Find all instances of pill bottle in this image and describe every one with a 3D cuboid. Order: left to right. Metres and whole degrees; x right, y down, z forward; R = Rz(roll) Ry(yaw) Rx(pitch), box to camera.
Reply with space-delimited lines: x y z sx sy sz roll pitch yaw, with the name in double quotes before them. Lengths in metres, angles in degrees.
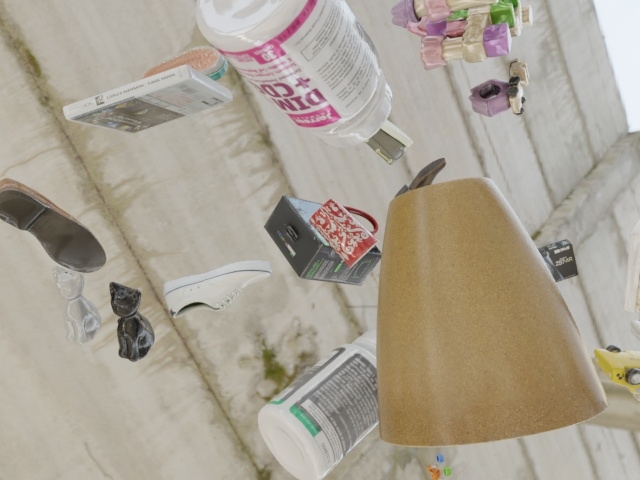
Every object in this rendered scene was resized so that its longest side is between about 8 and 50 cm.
"pill bottle" -0.017 -0.245 0.814 0.283 0.161 0.160 36 -118 -55
"pill bottle" 0.049 0.373 1.451 0.361 0.204 0.204 -33 -72 -34

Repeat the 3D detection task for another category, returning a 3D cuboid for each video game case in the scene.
"video game case" -0.229 -0.190 0.857 0.190 0.173 0.022 -30 -77 -81

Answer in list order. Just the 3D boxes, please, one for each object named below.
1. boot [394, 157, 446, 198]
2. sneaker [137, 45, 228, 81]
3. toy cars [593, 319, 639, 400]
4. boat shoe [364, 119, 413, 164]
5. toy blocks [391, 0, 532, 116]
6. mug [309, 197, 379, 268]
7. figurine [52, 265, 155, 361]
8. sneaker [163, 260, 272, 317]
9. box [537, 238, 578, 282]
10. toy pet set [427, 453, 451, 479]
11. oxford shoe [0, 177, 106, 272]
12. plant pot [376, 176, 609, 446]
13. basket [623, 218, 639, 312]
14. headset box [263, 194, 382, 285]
"boot" 0.371 -0.185 2.142 0.106 0.219 0.082 44 -160 -16
"sneaker" -0.326 -0.399 1.558 0.121 0.302 0.108 43 -122 -42
"toy cars" 0.729 0.258 1.337 0.394 0.177 0.087 -15 -59 -43
"boat shoe" 0.099 -0.306 1.614 0.305 0.109 0.091 30 -70 -19
"toy blocks" 0.261 -0.438 1.241 0.309 0.260 0.288 54 -135 -46
"mug" 0.066 -0.028 1.660 0.169 0.113 0.150 46 -151 4
"figurine" -0.475 0.147 1.340 0.209 0.215 0.092 99 -171 -46
"sneaker" -0.233 0.118 1.445 0.258 0.094 0.091 -16 -110 -1
"box" 0.382 0.041 1.033 0.018 0.083 0.067 -95 -15 -62
"toy pet set" 0.174 0.423 0.979 0.065 0.122 0.114 2 -70 -12
"oxford shoe" -0.424 -0.027 0.987 0.076 0.076 0.212 -37 -49 0
"plant pot" 0.157 0.068 0.675 0.237 0.237 0.254 -5 -100 -41
"basket" 0.631 0.046 1.137 0.113 0.103 0.167 -31 -58 -45
"headset box" 0.000 0.000 1.851 0.283 0.246 0.131 11 -58 -43
